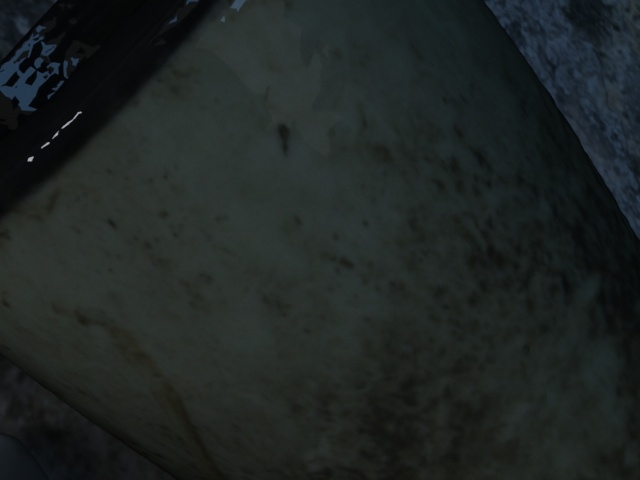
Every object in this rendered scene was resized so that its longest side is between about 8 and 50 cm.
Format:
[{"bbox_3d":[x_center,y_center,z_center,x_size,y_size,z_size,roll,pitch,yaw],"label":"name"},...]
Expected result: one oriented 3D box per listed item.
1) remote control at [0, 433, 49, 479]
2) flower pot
[{"bbox_3d":[-0.107,0.195,0.658,0.073,0.044,0.229,-32,90,-41],"label":"remote control"},{"bbox_3d":[0.000,0.000,0.695,0.330,0.294,0.293,44,47,-22],"label":"flower pot"}]
